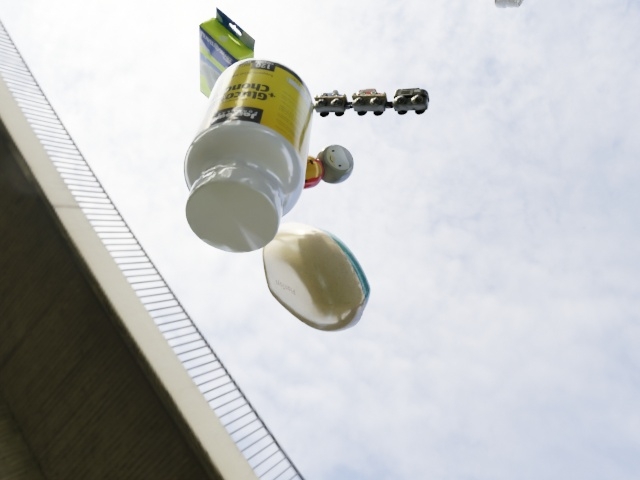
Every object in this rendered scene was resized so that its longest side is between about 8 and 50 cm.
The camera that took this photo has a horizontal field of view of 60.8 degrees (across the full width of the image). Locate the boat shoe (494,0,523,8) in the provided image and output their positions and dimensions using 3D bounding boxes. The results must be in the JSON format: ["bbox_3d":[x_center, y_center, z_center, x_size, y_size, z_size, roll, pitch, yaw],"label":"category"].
[{"bbox_3d":[0.333,-0.429,0.716,0.096,0.098,0.277,34,-71,14],"label":"boat shoe"}]

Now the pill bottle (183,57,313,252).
[{"bbox_3d":[-0.062,-0.079,0.488,0.103,0.103,0.184,-24,-143,24],"label":"pill bottle"}]

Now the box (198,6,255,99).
[{"bbox_3d":[-0.169,-0.308,0.978,0.109,0.042,0.178,44,-29,16],"label":"box"}]

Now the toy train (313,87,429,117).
[{"bbox_3d":[0.061,-0.179,0.696,0.158,0.027,0.036,4,-121,23],"label":"toy train"}]

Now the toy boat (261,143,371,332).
[{"bbox_3d":[0.000,0.000,0.941,0.267,0.148,0.318,28,-50,51],"label":"toy boat"}]
